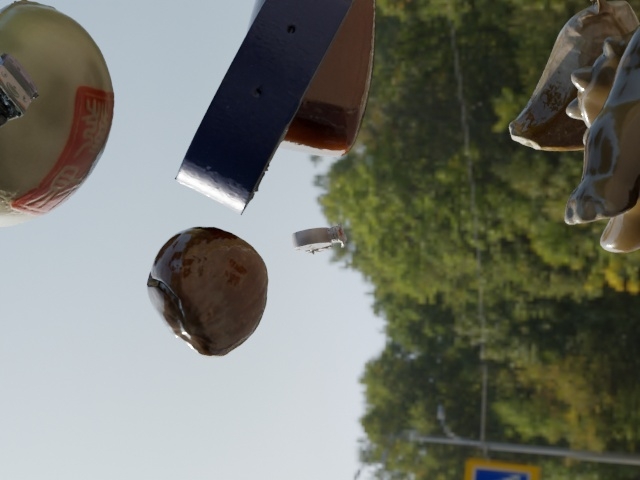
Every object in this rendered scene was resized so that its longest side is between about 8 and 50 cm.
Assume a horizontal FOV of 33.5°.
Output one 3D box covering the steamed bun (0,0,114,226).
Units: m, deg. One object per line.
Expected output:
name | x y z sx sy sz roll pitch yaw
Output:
steamed bun | -0.469 -0.185 1.719 0.374 0.241 0.374 -58 9 16

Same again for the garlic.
garlic | 0.279 -0.183 1.111 0.090 0.128 0.198 -108 26 -45

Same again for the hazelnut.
hazelnut | -0.129 0.061 1.225 0.143 0.143 0.154 -64 -36 -54

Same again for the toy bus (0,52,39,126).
toy bus | -0.319 -0.134 1.004 0.052 0.102 0.058 55 -146 -32

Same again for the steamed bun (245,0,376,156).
steamed bun | -0.026 -0.323 1.945 0.248 0.235 0.379 124 154 -61

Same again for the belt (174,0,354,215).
belt | -0.079 -0.213 1.495 0.347 0.117 0.212 -62 5 4

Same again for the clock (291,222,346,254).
clock | 0.000 0.000 1.782 0.129 0.087 0.041 50 -150 -80

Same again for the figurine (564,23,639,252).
figurine | 0.288 -0.085 0.875 0.173 0.177 0.247 103 -179 -71
